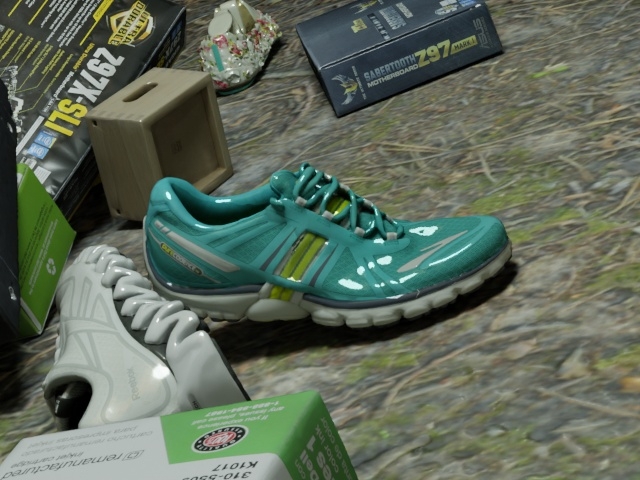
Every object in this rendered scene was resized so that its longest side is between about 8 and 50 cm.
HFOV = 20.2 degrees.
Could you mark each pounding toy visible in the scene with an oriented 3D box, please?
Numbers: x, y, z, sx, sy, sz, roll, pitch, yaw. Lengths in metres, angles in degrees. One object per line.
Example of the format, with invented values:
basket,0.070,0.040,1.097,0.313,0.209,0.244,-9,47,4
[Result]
pounding toy,-0.153,-0.091,1.730,0.100,0.130,0.141,8,33,34

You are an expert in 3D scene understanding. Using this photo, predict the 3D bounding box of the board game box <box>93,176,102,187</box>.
board game box,-0.255,-0.126,1.877,0.170,0.141,0.048,-31,13,-24

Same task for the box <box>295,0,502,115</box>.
box,0.077,-0.215,1.892,0.183,0.059,0.232,-22,19,1

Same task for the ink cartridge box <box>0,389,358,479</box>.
ink cartridge box,-0.112,0.205,0.891,0.201,0.117,0.278,-12,22,26

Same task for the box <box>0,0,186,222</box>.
box,-0.316,-0.149,1.767,0.257,0.079,0.322,23,56,8

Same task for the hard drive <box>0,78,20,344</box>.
hard drive,-0.369,-0.003,1.503,0.237,0.064,0.339,-22,37,8

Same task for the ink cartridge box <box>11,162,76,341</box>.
ink cartridge box,-0.338,0.068,1.535,0.189,0.097,0.255,-13,41,23

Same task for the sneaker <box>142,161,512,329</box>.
sneaker,0.000,0.000,1.300,0.275,0.110,0.107,-1,21,13

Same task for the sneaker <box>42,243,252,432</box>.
sneaker,-0.153,0.085,1.289,0.118,0.110,0.292,-35,22,-12

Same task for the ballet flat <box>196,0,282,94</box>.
ballet flat,-0.097,-0.242,2.120,0.091,0.077,0.241,-19,19,9
